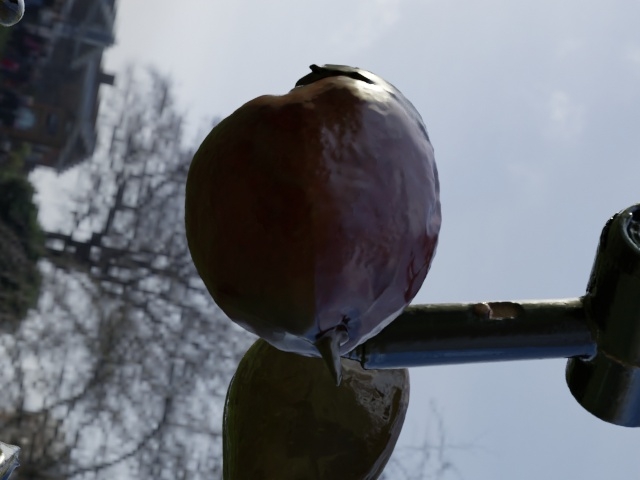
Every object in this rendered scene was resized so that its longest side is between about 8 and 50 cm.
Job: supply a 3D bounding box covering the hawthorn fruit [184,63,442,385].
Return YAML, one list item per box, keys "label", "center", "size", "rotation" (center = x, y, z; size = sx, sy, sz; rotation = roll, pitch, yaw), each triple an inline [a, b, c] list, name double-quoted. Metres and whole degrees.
- label: "hawthorn fruit"
  center: [0.000, 0.000, 0.958]
  size: [0.189, 0.189, 0.251]
  rotation: [131, -39, -51]

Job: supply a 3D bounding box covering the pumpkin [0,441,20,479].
- label: "pumpkin"
  center: [-0.365, 0.210, 1.071]
  size: [0.169, 0.148, 0.312]
  rotation: [-51, -177, 18]

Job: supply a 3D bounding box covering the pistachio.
- label: "pistachio"
  center: [-0.006, 0.196, 1.352]
  size: [0.212, 0.163, 0.260]
  rotation: [-26, -136, 23]

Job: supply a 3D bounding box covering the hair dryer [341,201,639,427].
- label: "hair dryer"
  center: [0.153, 0.065, 1.103]
  size: [0.107, 0.352, 0.189]
  rotation: [-102, -167, -48]

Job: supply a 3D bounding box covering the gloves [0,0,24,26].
- label: "gloves"
  center: [-0.189, -0.172, 0.727]
  size: [0.133, 0.116, 0.294]
  rotation: [-54, -145, 3]
